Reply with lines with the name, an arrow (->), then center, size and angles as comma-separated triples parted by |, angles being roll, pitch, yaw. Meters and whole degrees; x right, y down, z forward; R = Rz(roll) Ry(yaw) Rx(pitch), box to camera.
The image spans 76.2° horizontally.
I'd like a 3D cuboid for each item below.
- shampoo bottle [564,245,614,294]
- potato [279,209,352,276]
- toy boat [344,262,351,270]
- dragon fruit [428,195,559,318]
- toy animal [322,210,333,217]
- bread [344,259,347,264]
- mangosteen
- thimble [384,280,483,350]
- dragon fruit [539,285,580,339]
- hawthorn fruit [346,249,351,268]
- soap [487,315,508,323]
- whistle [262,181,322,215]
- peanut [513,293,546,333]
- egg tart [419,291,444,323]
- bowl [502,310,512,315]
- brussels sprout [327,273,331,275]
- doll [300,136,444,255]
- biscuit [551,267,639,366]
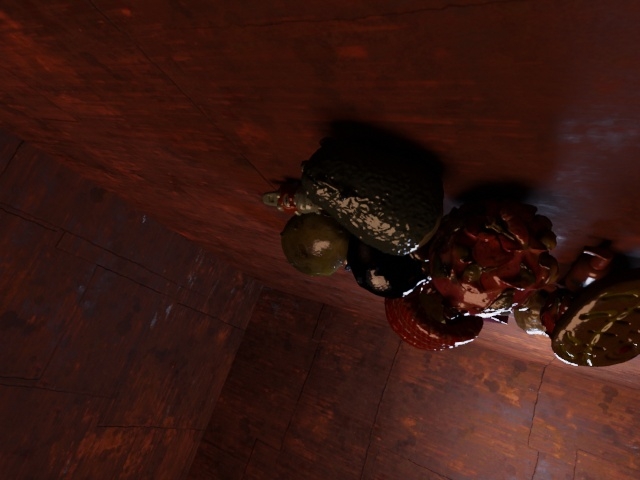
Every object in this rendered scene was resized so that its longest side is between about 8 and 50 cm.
shampoo bottle -> 0.734, 0.077, 1.108 | 0.086, 0.085, 0.244 | 13, 161, 25
potato -> -0.015, -0.011, 1.505 | 0.270, 0.219, 0.359 | 26, 155, 3
toy boat -> 0.206, 0.126, 1.656 | 0.223, 0.097, 0.100 | 7, 159, 20
dragon fruit -> 0.441, 0.033, 0.985 | 0.296, 0.314, 0.263 | 15, 149, -11
toy animal -> 0.105, -0.095, 1.313 | 0.188, 0.089, 0.179 | -7, 163, 38
bread -> 0.189, 0.089, 1.841 | 0.189, 0.068, 0.125 | 7, 159, 40
mangosteen -> 0.225, 0.035, 1.214 | 0.288, 0.287, 0.233 | 18, 171, 9
thimble -> 0.438, 0.252, 1.588 | 0.350, 0.350, 0.230 | 22, 152, -6
dragon fruit -> 0.836, 0.237, 1.319 | 0.234, 0.233, 0.293 | 9, 140, 36
hawthorn fruit -> 0.228, 0.042, 1.424 | 0.266, 0.210, 0.230 | -22, 167, 18
soap -> 0.727, 0.313, 1.885 | 0.162, 0.099, 0.250 | 22, 166, -32
whistle -> -0.088, -0.141, 1.356 | 0.253, 0.101, 0.106 | 6, 167, 31
peanut -> 0.852, 0.298, 1.579 | 0.291, 0.143, 0.159 | 29, 139, -26
egg tart -> 0.414, 0.288, 1.829 | 0.319, 0.318, 0.128 | 24, 123, -13
bowl -> 0.693, 0.236, 1.678 | 0.189, 0.085, 0.189 | 20, 163, 6
brussels sprout -> -0.023, 0.087, 1.926 | 0.223, 0.161, 0.223 | 26, 163, 8
doll -> 0.122, -0.115, 0.975 | 0.350, 0.247, 0.247 | 21, 165, -15
biscuit -> 0.847, 0.231, 1.121 | 0.351, 0.070, 0.394 | 4, 131, 0
